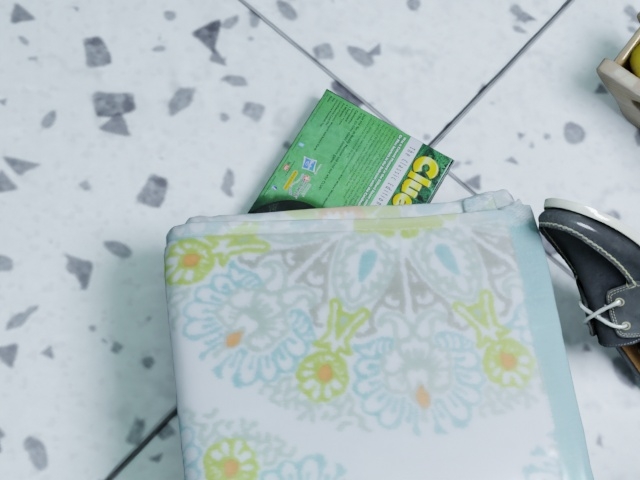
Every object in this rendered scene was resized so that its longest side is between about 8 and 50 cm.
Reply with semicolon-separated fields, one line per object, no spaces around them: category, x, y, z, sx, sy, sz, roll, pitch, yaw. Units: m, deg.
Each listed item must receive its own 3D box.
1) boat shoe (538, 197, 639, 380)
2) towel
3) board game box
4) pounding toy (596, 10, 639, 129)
boat shoe;0.255;0.050;1.330;0.233;0.084;0.079;45;69;-31
towel;0.045;0.139;1.267;0.320;0.090;0.375;-5;64;-8
board game box;0.000;0.000;1.391;0.136;0.030;0.260;29;66;7
pounding toy;0.354;-0.079;1.394;0.269;0.154;0.155;36;84;21
